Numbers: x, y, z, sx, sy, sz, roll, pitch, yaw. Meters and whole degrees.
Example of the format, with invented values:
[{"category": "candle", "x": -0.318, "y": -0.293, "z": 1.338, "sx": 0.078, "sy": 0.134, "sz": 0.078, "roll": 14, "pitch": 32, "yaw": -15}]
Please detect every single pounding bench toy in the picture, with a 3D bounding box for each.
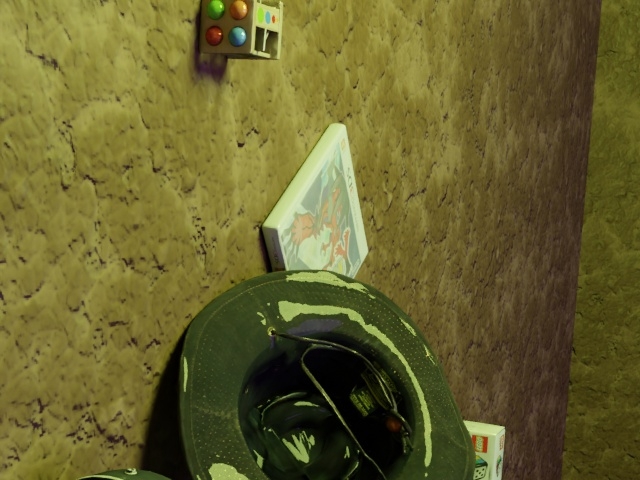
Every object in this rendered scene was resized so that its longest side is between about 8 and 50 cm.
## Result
[{"category": "pounding bench toy", "x": -0.070, "y": -0.204, "z": 1.001, "sx": 0.065, "sy": 0.052, "sz": 0.083, "roll": -5, "pitch": 99, "yaw": -67}]

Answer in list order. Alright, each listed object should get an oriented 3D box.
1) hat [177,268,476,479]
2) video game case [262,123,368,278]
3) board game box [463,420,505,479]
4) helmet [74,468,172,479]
[{"category": "hat", "x": -0.019, "y": 0.185, "z": 1.084, "sx": 0.331, "sy": 0.134, "sz": 0.331, "roll": 21, "pitch": 48, "yaw": -25}, {"category": "video game case", "x": 0.000, "y": 0.000, "z": 1.253, "sx": 0.201, "sy": 0.023, "sz": 0.183, "roll": -59, "pitch": 146, "yaw": -46}, {"category": "board game box", "x": 0.116, "y": 0.367, "z": 1.392, "sx": 0.053, "sy": 0.193, "sz": 0.305, "roll": -2, "pitch": 97, "yaw": -68}, {"category": "helmet", "x": -0.139, "y": 0.251, "z": 0.806, "sx": 0.161, "sy": 0.170, "sz": 0.169, "roll": -55, "pitch": 144, "yaw": -42}]
